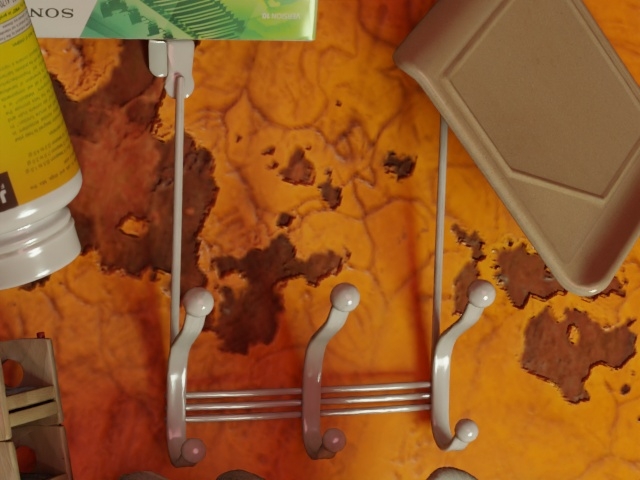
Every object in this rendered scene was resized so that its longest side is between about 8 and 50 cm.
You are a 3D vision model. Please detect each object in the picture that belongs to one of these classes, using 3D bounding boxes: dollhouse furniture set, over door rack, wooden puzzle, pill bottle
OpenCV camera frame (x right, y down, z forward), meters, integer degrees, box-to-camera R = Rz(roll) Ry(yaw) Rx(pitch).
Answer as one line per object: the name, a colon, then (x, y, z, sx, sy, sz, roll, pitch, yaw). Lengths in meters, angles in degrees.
dollhouse furniture set: (-0.281, 0.141, 1.352, 0.184, 0.129, 0.129, -9, 88, 9)
over door rack: (0.000, 0.000, 1.456, 0.240, 0.108, 0.324, -1, 86, -21)
wooden puzzle: (0.171, -0.101, 1.522, 0.238, 0.044, 0.221, 50, 45, -11)
pill bottle: (-0.236, -0.079, 1.355, 0.117, 0.117, 0.215, -23, 108, -20)

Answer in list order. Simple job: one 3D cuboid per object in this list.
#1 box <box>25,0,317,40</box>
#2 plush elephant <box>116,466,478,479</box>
box: (-0.111, -0.295, 1.364, 0.232, 0.058, 0.322, 0, 116, -7)
plush elephant: (0.018, 0.295, 1.370, 0.255, 0.330, 0.271, 10, 74, -38)
